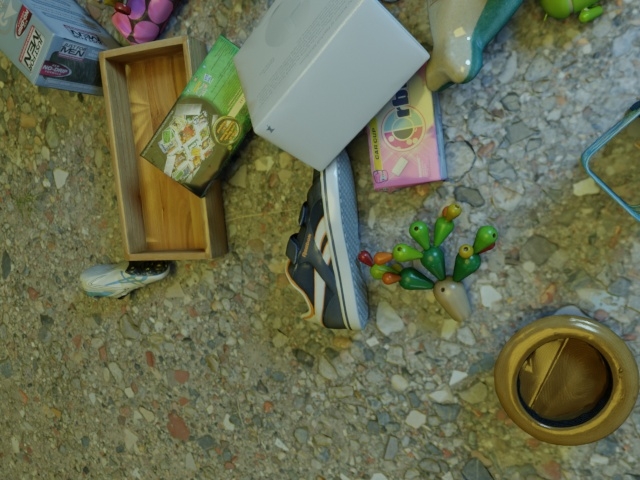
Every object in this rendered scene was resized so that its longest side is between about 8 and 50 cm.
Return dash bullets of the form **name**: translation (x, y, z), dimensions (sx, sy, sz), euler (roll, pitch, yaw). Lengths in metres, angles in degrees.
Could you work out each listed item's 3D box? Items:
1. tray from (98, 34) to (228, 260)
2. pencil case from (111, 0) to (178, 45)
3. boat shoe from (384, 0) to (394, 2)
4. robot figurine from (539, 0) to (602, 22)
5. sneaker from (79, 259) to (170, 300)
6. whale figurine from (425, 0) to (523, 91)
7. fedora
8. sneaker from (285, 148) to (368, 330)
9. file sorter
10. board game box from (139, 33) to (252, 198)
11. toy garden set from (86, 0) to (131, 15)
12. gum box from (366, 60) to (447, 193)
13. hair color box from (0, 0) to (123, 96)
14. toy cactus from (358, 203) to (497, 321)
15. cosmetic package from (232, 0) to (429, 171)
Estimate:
- **tray**: translation (-0.308, -0.169, 0.940), dimensions (0.203, 0.076, 0.411), euler (-2, 97, 19)
- **pencil case**: translation (-0.318, -0.472, 0.896), dimensions (0.098, 0.095, 0.209), euler (36, 114, -18)
- **boat shoe**: translation (0.127, -0.475, 0.653), dimensions (0.098, 0.096, 0.277), euler (41, 131, 16)
- **robot figurine**: translation (0.342, -0.340, 0.620), dimensions (0.115, 0.067, 0.101), euler (-23, 97, 27)
- **sneaker**: translation (-0.426, 0.085, 1.050), dimensions (0.237, 0.085, 0.086), euler (-10, 120, 23)
- **whale figurine**: translation (0.219, -0.330, 0.621), dimensions (0.141, 0.216, 0.272), euler (9, 95, -15)
- **fedora**: translation (0.354, 0.198, 0.697), dimensions (0.194, 0.079, 0.194), euler (1, 93, 22)
- **sneaker**: translation (0.000, 0.000, 0.804), dimensions (0.127, 0.126, 0.321), euler (-3, 99, 20)
- **file sorter**: translation (0.397, -0.097, 0.580), dimensions (0.118, 0.170, 0.104), euler (49, 118, 10)
- **board game box**: translation (-0.196, -0.220, 0.854), dimensions (0.136, 0.030, 0.259), euler (37, 96, -2)
- **toy garden set**: translation (-0.393, -0.525, 0.880), dimensions (0.244, 0.049, 0.203), euler (19, 95, 41)
- **gum box**: translation (0.134, -0.171, 0.748), dimensions (0.107, 0.062, 0.188), euler (-5, 96, 26)
- **hair color box**: translation (-0.591, -0.460, 0.970), dimensions (0.374, 0.185, 0.113), euler (43, 113, 13)
- **toy cactus**: translation (0.185, 0.044, 0.755), dimensions (0.219, 0.112, 0.180), euler (-24, 107, 24)
- **cosmetic package**: translation (0.001, -0.268, 0.699), dimensions (0.224, 0.138, 0.224), euler (-44, 41, 25)
